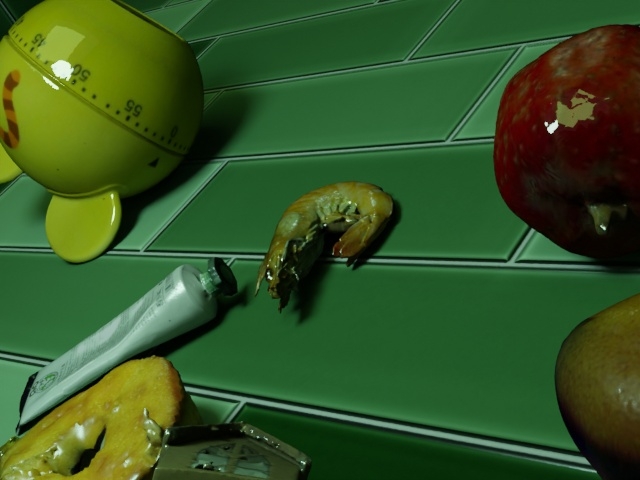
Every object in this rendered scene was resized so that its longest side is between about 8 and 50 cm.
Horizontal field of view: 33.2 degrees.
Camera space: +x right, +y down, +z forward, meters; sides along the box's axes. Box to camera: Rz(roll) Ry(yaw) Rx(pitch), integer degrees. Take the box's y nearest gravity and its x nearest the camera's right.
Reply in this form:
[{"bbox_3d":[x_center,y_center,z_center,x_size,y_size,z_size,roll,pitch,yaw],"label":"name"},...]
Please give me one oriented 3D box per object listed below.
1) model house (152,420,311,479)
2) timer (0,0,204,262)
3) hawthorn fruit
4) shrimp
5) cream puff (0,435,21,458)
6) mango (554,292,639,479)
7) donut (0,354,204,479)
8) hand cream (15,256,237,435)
[{"bbox_3d":[-0.058,0.245,0.890,0.176,0.180,0.248,11,3,0],"label":"model house"},{"bbox_3d":[-0.379,-0.195,1.726,0.387,0.376,0.376,-56,27,8],"label":"timer"},{"bbox_3d":[0.264,-0.079,1.004,0.215,0.215,0.249,-18,38,26],"label":"hawthorn fruit"},{"bbox_3d":[0.000,0.000,1.281,0.150,0.068,0.248,-4,34,34],"label":"shrimp"},{"bbox_3d":[-0.338,0.257,1.213,0.083,0.058,0.083,-31,29,8],"label":"cream puff"},{"bbox_3d":[0.286,0.116,0.704,0.201,0.152,0.287,-53,30,-15],"label":"mango"},{"bbox_3d":[-0.223,0.226,1.086,0.253,0.118,0.253,-24,32,16],"label":"donut"},{"bbox_3d":[-0.251,0.126,1.344,0.336,0.076,0.121,-32,22,15],"label":"hand cream"}]
